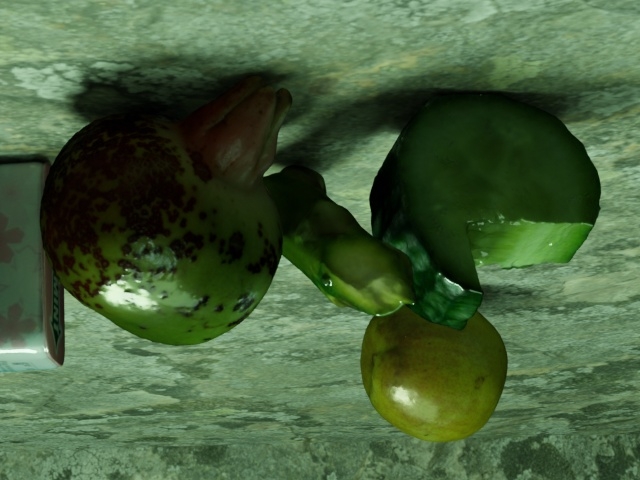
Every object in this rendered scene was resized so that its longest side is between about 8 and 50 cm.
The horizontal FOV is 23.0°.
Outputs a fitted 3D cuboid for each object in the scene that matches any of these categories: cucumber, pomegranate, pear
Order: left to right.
[{"bbox_3d":[-0.111,-0.036,1.292,0.214,0.214,0.248,15,123,-49],"label":"pomegranate"},{"bbox_3d":[0.143,0.162,2.043,0.200,0.200,0.200,-3,165,-1],"label":"pear"},{"bbox_3d":[0.134,-0.036,1.355,0.191,0.191,0.130,0,166,-10],"label":"cucumber"}]

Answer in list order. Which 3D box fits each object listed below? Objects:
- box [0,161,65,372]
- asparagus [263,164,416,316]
[{"bbox_3d":[-0.424,0.032,1.440,0.369,0.190,0.112,-4,164,-1],"label":"box"},{"bbox_3d":[0.001,-0.001,1.369,0.085,0.082,0.343,30,-174,-20],"label":"asparagus"}]
